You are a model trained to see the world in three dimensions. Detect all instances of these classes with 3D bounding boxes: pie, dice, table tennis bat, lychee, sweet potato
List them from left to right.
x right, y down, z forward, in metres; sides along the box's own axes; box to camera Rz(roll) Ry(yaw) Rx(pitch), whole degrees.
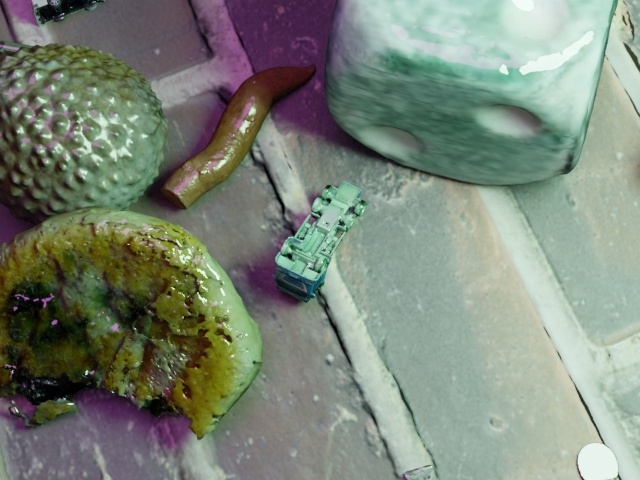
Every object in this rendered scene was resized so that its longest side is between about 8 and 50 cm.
[{"bbox_3d":[-0.331,-0.141,1.736,0.255,0.274,0.255,-18,51,24],"label":"lychee"},{"bbox_3d":[-0.254,0.103,1.670,0.371,0.078,0.296,4,106,7],"label":"pie"},{"bbox_3d":[-0.110,-0.158,1.831,0.067,0.059,0.281,36,76,4],"label":"sweet potato"},{"bbox_3d":[0.207,-0.281,1.723,0.348,0.330,0.327,15,72,6],"label":"dice"},{"bbox_3d":[0.350,0.294,1.678,0.050,0.007,0.083,-8,68,-2],"label":"table tennis bat"}]

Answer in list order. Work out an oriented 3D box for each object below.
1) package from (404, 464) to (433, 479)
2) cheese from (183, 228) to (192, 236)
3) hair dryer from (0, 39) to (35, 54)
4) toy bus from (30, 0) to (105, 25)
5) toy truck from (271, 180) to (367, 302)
[{"bbox_3d":[0.136,0.335,1.665,0.037,0.015,0.110,-17,69,1],"label":"package"},{"bbox_3d":[-0.215,0.033,1.780,0.121,0.026,0.067,-43,74,-12],"label":"cheese"},{"bbox_3d":[-0.433,-0.271,1.893,0.150,0.047,0.071,9,69,-2],"label":"hair dryer"},{"bbox_3d":[-0.366,-0.353,1.914,0.102,0.052,0.058,-22,68,-8],"label":"toy bus"},{"bbox_3d":[0.000,0.000,1.772,0.067,0.081,0.175,26,54,10],"label":"toy truck"}]
